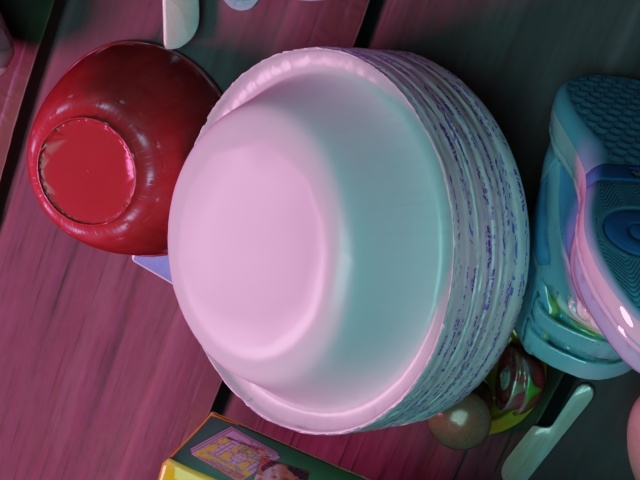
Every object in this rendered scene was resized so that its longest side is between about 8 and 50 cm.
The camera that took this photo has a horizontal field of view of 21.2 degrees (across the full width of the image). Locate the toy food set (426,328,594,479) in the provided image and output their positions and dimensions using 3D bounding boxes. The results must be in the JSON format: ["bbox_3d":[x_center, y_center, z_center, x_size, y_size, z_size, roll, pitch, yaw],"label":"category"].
[{"bbox_3d":[0.104,0.099,1.336,0.218,0.071,0.128,43,115,3],"label":"toy food set"}]

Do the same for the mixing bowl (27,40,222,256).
[{"bbox_3d":[-0.164,-0.063,1.367,0.181,0.098,0.181,5,105,18],"label":"mixing bowl"}]

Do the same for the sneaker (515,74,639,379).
[{"bbox_3d":[0.209,0.043,1.168,0.127,0.319,0.208,8,122,-3],"label":"sneaker"}]

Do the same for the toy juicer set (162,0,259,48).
[{"bbox_3d":[-0.021,-0.279,1.258,0.329,0.089,0.209,-16,100,24],"label":"toy juicer set"}]

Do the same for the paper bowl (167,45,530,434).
[{"bbox_3d":[0.000,0.000,1.246,0.284,0.148,0.284,3,94,45],"label":"paper bowl"}]

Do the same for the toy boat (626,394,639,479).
[{"bbox_3d":[0.333,0.185,1.261,0.151,0.151,0.231,-33,94,-5],"label":"toy boat"}]

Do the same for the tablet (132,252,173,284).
[{"bbox_3d":[-0.113,0.014,1.426,0.083,0.006,0.054,30,113,9],"label":"tablet"}]

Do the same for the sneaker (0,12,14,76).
[{"bbox_3d":[-0.314,-0.260,1.361,0.115,0.105,0.281,-25,96,25],"label":"sneaker"}]

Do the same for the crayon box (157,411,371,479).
[{"bbox_3d":[0.020,0.348,1.313,0.362,0.106,0.313,22,111,12],"label":"crayon box"}]
